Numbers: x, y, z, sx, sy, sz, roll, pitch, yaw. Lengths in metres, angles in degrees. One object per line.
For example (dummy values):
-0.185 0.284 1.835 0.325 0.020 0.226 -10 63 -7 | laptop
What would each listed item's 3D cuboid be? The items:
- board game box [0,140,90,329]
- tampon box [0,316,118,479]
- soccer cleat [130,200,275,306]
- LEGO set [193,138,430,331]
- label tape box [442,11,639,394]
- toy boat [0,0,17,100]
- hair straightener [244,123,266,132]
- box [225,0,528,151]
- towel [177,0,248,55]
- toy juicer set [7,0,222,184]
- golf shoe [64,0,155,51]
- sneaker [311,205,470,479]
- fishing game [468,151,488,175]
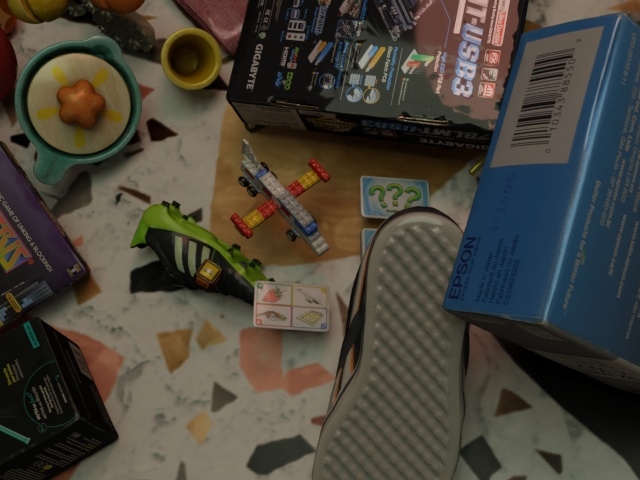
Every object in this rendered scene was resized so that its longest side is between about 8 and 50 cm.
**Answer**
-0.350 0.002 0.928 0.141 0.048 0.170 -34 94 -5 | board game box
-0.304 0.174 0.855 0.161 0.101 0.120 -29 65 -4 | tampon box
-0.121 0.028 0.922 0.179 0.060 0.072 35 101 16 | soccer cleat
0.000 0.000 0.878 0.244 0.060 0.182 5 66 -8 | LEGO set
0.288 0.002 0.765 0.115 0.348 0.249 2 71 52 | label tape box
-0.437 -0.263 1.065 0.231 0.151 0.151 42 49 22 | toy boat
-0.011 -0.214 1.019 0.230 0.047 0.089 -45 67 -7 | hair straightener
0.073 -0.255 0.943 0.293 0.073 0.295 9 77 12 | box
-0.062 -0.412 1.063 0.329 0.037 0.237 -43 72 4 | towel
-0.288 -0.179 0.961 0.329 0.089 0.209 -39 108 -8 | toy juicer set
-0.254 -0.299 1.078 0.176 0.069 0.086 35 70 20 | golf shoe
0.073 0.125 0.800 0.126 0.127 0.321 14 101 3 | sneaker
0.282 -0.023 0.889 0.264 0.041 0.189 40 85 16 | fishing game
